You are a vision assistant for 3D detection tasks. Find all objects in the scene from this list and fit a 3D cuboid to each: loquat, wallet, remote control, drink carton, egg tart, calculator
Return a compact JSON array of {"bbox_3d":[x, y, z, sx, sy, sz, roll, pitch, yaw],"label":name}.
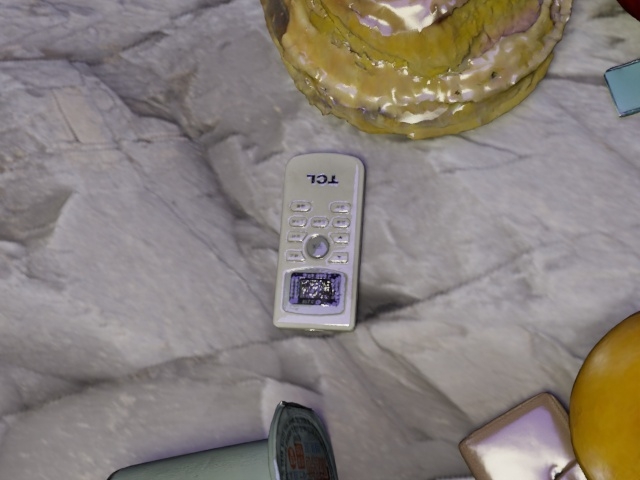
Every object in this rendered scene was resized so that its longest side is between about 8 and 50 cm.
[{"bbox_3d":[0.330,0.156,0.846,0.235,0.235,0.235,-2,76,9],"label":"loquat"},{"bbox_3d":[0.214,0.230,0.946,0.118,0.039,0.152,-32,72,3],"label":"wallet"},{"bbox_3d":[0.000,0.000,1.045,0.088,0.029,0.190,3,76,10],"label":"remote control"},{"bbox_3d":[-0.084,0.260,0.930,0.190,0.185,0.191,-15,75,18],"label":"drink carton"},{"bbox_3d":[0.097,-0.279,1.041,0.352,0.150,0.351,-2,74,6],"label":"egg tart"},{"bbox_3d":[0.381,-0.176,1.028,0.172,0.018,0.057,-18,73,5],"label":"calculator"}]

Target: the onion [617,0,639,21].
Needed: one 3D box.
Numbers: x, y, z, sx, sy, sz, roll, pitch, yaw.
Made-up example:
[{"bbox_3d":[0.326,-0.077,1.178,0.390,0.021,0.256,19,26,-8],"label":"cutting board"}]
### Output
[{"bbox_3d":[0.407,-0.322,0.905,0.341,0.341,0.341,-2,76,9],"label":"onion"}]
